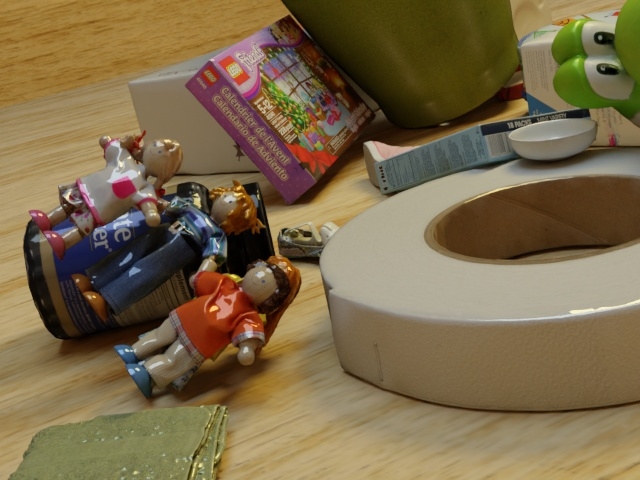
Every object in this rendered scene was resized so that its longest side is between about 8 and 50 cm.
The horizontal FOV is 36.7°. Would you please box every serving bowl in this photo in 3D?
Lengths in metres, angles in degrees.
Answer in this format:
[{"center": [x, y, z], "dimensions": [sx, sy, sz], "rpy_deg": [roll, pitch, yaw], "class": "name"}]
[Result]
[{"center": [0.222, -0.093, 0.918], "dimensions": [0.083, 0.027, 0.083], "rpy_deg": [-11, 17, 3], "class": "serving bowl"}]

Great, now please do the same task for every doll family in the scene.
[{"center": [-0.111, 0.023, 0.798], "dimensions": [0.163, 0.118, 0.263], "rpy_deg": [-33, 57, -12], "class": "doll family"}]

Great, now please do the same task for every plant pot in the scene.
[{"center": [0.128, -0.374, 1.449], "dimensions": [0.366, 0.353, 0.366], "rpy_deg": [-25, 30, 16], "class": "plant pot"}]

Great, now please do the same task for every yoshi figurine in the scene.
[{"center": [0.402, -0.166, 0.882], "dimensions": [0.362, 0.203, 0.203], "rpy_deg": [0, 41, -10], "class": "yoshi figurine"}]

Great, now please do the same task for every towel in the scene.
[{"center": [-0.135, 0.150, 0.640], "dimensions": [0.148, 0.027, 0.110], "rpy_deg": [-9, 19, 7], "class": "towel"}]

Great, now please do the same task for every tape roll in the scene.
[{"center": [0.191, 0.012, 0.778], "dimensions": [0.392, 0.072, 0.392], "rpy_deg": [-10, 18, 3], "class": "tape roll"}]

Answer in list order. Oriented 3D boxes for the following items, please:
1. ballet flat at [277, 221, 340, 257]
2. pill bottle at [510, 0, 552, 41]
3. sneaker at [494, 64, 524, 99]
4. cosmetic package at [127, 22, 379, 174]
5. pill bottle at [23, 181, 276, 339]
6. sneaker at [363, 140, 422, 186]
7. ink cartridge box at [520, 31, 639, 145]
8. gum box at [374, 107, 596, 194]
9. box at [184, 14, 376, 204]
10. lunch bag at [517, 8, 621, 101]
[{"center": [0.000, 0.000, 0.988], "dimensions": [0.114, 0.041, 0.041], "rpy_deg": [2, 23, 37], "class": "ballet flat"}, {"center": [0.266, -0.381, 1.777], "dimensions": [0.161, 0.161, 0.283], "rpy_deg": [-27, 23, -38], "class": "pill bottle"}, {"center": [0.369, -0.296, 1.577], "dimensions": [0.221, 0.087, 0.128], "rpy_deg": [-11, 19, -2], "class": "sneaker"}, {"center": [-0.074, -0.255, 1.619], "dimensions": [0.230, 0.161, 0.453], "rpy_deg": [1, 22, 35], "class": "cosmetic package"}, {"center": [-0.156, 0.013, 0.914], "dimensions": [0.219, 0.122, 0.123], "rpy_deg": [-13, 18, -1], "class": "pill bottle"}, {"center": [0.099, -0.095, 1.199], "dimensions": [0.070, 0.051, 0.134], "rpy_deg": [-13, 21, -9], "class": "sneaker"}, {"center": [0.367, -0.188, 1.164], "dimensions": [0.231, 0.134, 0.078], "rpy_deg": [6, 25, 43], "class": "ink cartridge box"}, {"center": [0.174, -0.095, 1.045], "dimensions": [0.157, 0.041, 0.184], "rpy_deg": [-13, -1, -32], "class": "gum box"}, {"center": [-0.042, -0.188, 1.312], "dimensions": [0.057, 0.201, 0.293], "rpy_deg": [-38, 7, 29], "class": "box"}, {"center": [0.442, -0.256, 1.363], "dimensions": [0.303, 0.115, 0.243], "rpy_deg": [-23, 26, -26], "class": "lunch bag"}]
